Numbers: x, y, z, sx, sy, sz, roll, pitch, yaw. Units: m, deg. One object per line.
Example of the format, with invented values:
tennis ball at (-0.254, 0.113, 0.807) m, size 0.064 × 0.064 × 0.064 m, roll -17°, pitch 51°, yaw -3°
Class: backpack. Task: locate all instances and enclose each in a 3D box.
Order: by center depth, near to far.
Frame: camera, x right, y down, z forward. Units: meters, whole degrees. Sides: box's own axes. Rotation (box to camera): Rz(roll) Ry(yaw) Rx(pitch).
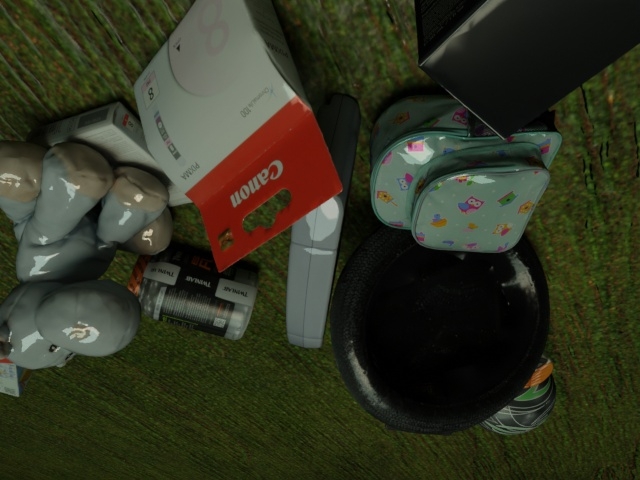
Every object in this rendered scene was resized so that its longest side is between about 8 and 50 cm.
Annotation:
backpack at (0.145, -0.074, 0.523) m, size 0.189 × 0.144 × 0.165 m, roll 6°, pitch 144°, yaw 6°

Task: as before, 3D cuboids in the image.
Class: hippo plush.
hippo plush at (-0.339, 0.031, 0.590) m, size 0.294 × 0.236 × 0.234 m, roll -5°, pitch 152°, yaw 8°

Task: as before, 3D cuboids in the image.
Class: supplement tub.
supplement tub at (-0.204, 0.083, 0.765) m, size 0.191 × 0.117 × 0.117 m, roll 17°, pitch 137°, yaw -11°

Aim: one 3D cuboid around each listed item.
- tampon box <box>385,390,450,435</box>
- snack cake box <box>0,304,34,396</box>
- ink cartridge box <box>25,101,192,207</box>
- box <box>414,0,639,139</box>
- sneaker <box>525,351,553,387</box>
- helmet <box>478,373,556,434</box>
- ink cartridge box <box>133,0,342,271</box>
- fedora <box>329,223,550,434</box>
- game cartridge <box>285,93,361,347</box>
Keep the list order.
tampon box at (0.183, 0.255, 0.864) m, size 0.121 × 0.161 × 0.101 m, roll 4°, pitch 138°, yaw 4°
snack cake box at (-0.720, 0.237, 1.035) m, size 0.152 × 0.089 × 0.264 m, roll 22°, pitch 136°, yaw -13°
ink cartridge box at (-0.271, -0.100, 0.643) m, size 0.146 × 0.045 × 0.179 m, roll -11°, pitch 153°, yaw 18°
box at (0.190, -0.224, 0.315) m, size 0.103 × 0.184 × 0.261 m, roll 29°, pitch 134°, yaw -26°
sneaker at (0.239, 0.176, 0.799) m, size 0.263 × 0.121 × 0.099 m, roll 0°, pitch 128°, yaw 13°
helmet at (0.333, 0.265, 0.852) m, size 0.170 × 0.161 × 0.169 m, roll 4°, pitch 138°, yaw 4°
ink cartridge box at (-0.096, -0.110, 0.461) m, size 0.189 × 0.232 × 0.066 m, roll -32°, pitch 156°, yaw 35°
fedora at (0.151, 0.100, 0.672) m, size 0.334 × 0.334 × 0.152 m, roll 25°, pitch 171°, yaw -19°
game cartridge at (0.000, 0.000, 0.583) m, size 0.060 × 0.196 × 0.294 m, roll 13°, pitch 139°, yaw 5°
